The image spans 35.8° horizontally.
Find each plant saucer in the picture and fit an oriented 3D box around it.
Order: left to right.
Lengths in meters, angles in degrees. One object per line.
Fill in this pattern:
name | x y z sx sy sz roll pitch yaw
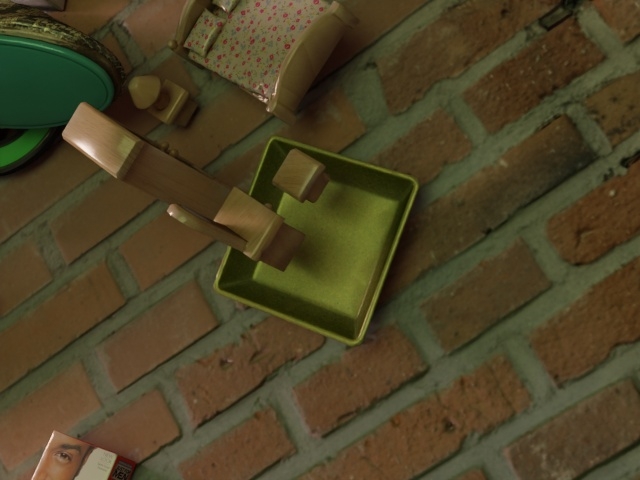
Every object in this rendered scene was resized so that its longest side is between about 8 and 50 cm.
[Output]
plant saucer | 0.000 0.000 1.079 0.188 0.045 0.188 19 87 25

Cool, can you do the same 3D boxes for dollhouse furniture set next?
dollhouse furniture set | -0.085 -0.200 1.043 0.303 0.174 0.355 34 94 40

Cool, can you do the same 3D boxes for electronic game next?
electronic game | -0.414 -0.194 1.285 0.229 0.048 0.229 -4 78 21

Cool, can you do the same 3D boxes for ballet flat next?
ballet flat | -0.457 -0.210 1.206 0.483 0.164 0.182 -11 46 14

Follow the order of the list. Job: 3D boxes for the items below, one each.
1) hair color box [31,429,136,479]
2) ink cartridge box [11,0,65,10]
hair color box | -0.287 0.309 1.111 0.093 0.053 0.167 14 71 22
ink cartridge box | -0.400 -0.402 1.277 0.128 0.127 0.176 5 81 23
